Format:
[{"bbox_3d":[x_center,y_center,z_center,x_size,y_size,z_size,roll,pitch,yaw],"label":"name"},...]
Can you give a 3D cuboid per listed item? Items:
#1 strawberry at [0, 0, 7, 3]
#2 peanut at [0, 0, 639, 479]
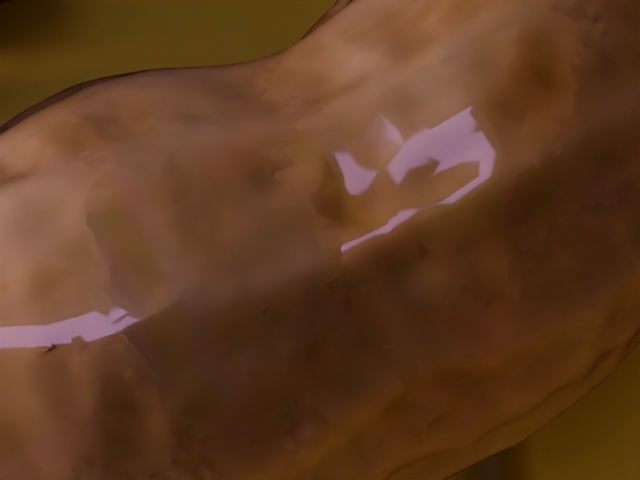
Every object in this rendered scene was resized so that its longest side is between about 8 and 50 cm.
[{"bbox_3d":[-0.165,-0.111,0.581,0.148,0.131,0.131,-30,60,8],"label":"strawberry"},{"bbox_3d":[0.000,0.000,0.481,0.305,0.147,0.147,-29,60,-10],"label":"peanut"}]
